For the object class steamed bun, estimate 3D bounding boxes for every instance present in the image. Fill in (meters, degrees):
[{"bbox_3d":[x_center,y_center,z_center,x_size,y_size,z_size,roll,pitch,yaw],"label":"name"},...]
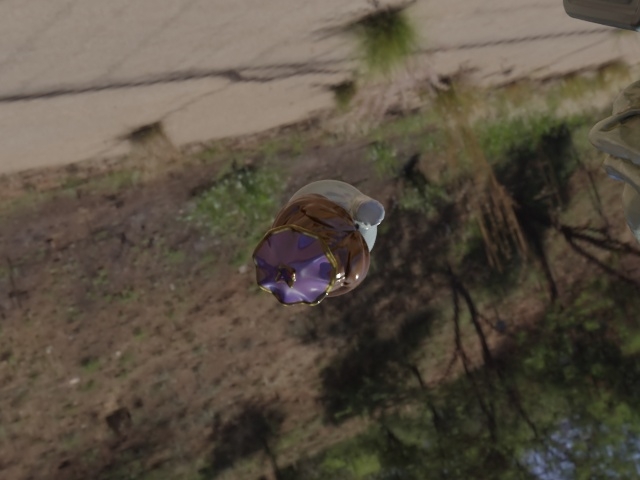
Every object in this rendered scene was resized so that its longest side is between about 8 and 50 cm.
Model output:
[{"bbox_3d":[0.529,-0.114,1.242,0.280,0.268,0.207,-44,-164,-26],"label":"steamed bun"}]

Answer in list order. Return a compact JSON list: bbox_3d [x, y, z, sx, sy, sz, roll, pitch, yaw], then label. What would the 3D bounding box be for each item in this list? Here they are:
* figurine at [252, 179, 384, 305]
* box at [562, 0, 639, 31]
[{"bbox_3d":[0.000,0.000,1.277,0.189,0.142,0.263,-32,-172,16],"label":"figurine"},{"bbox_3d":[0.394,-0.352,1.176,0.130,0.162,0.227,-5,-161,-11],"label":"box"}]
